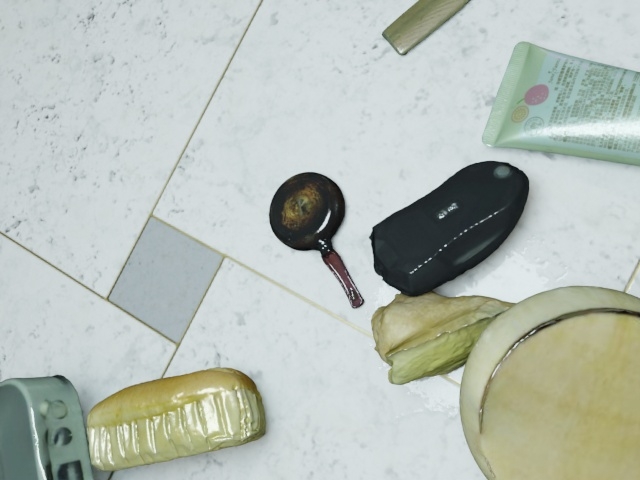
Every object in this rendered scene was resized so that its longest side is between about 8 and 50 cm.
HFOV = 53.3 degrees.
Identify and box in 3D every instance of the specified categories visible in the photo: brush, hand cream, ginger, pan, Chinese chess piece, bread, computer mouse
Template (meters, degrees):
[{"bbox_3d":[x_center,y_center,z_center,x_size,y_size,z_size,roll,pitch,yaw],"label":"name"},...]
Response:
[{"bbox_3d":[0.205,-0.365,0.873,0.282,0.048,0.054,-39,68,10],"label":"brush"},{"bbox_3d":[0.360,-0.146,0.754,0.306,0.093,0.147,19,86,23],"label":"hand cream"},{"bbox_3d":[0.153,0.097,0.780,0.193,0.115,0.122,-17,42,-7],"label":"ginger"},{"bbox_3d":[-0.001,0.000,0.876,0.115,0.040,0.212,-32,71,16],"label":"pan"},{"bbox_3d":[0.278,0.175,0.672,0.258,0.104,0.256,0,97,3],"label":"Chinese chess piece"},{"bbox_3d":[-0.189,0.233,0.841,0.237,0.140,0.106,-15,73,14],"label":"bread"},{"bbox_3d":[0.163,-0.015,0.795,0.217,0.073,0.122,-32,40,2],"label":"computer mouse"}]

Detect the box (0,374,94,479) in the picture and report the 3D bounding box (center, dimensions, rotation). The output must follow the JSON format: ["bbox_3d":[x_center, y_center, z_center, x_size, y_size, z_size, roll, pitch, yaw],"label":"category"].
[{"bbox_3d":[-0.448,0.414,0.866,0.397,0.111,0.395,-26,73,30],"label":"box"}]
